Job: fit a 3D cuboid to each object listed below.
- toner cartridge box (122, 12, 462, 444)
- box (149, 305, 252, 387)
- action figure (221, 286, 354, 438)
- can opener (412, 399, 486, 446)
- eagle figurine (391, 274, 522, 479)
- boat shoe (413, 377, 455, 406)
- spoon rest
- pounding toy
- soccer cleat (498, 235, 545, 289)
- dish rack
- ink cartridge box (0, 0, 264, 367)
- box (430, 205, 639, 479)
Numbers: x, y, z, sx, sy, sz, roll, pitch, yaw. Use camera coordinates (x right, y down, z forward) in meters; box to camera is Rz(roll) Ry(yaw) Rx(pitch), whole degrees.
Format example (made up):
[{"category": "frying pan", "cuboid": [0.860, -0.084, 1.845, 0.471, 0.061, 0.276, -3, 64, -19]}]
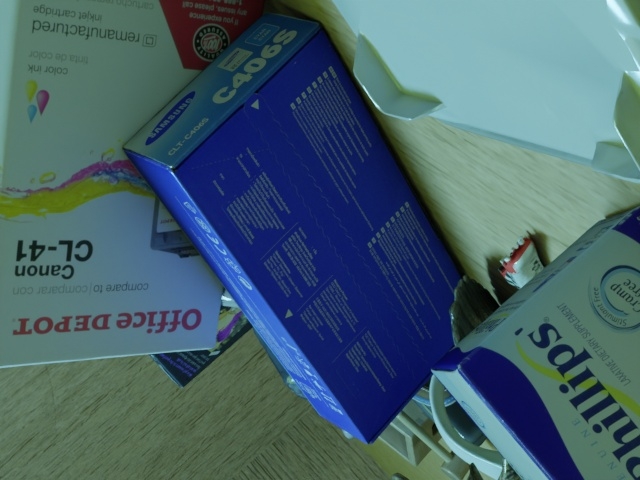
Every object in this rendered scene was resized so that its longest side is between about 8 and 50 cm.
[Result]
[{"category": "toner cartridge box", "cuboid": [0.000, 0.000, 1.018, 0.075, 0.165, 0.348, 23, 153, 47]}, {"category": "box", "cuboid": [-0.168, 0.055, 1.811, 0.165, 0.270, 0.143, 46, 170, 27]}, {"category": "action figure", "cuboid": [-0.043, 0.107, 1.456, 0.330, 0.178, 0.341, 45, 150, 25]}, {"category": "can opener", "cuboid": [0.099, 0.171, 1.596, 0.280, 0.093, 0.074, 41, 168, 22]}, {"category": "eagle figurine", "cuboid": [0.186, 0.190, 1.027, 0.226, 0.225, 0.298, 11, 132, 0]}, {"category": "boat shoe", "cuboid": [0.102, 0.129, 1.445, 0.183, 0.066, 0.066, 39, 165, 51]}, {"category": "spoon rest", "cuboid": [0.209, 0.234, 1.296, 0.276, 0.084, 0.137, 47, 171, 22]}, {"category": "pounding toy", "cuboid": [0.136, 0.234, 1.676, 0.206, 0.094, 0.181, 36, 162, 23]}, {"category": "soccer cleat", "cuboid": [0.146, 0.020, 0.871, 0.036, 0.029, 0.083, 39, 173, 10]}, {"category": "dish rack", "cuboid": [0.050, -0.138, 0.532, 0.285, 0.072, 0.333, 54, 170, -23]}, {"category": "ink cartridge box", "cuboid": [-0.183, -0.067, 0.979, 0.226, 0.306, 0.131, -1, -168, -42]}, {"category": "box", "cuboid": [0.155, 0.073, 0.672, 0.126, 0.137, 0.072, 50, 171, 0]}]
